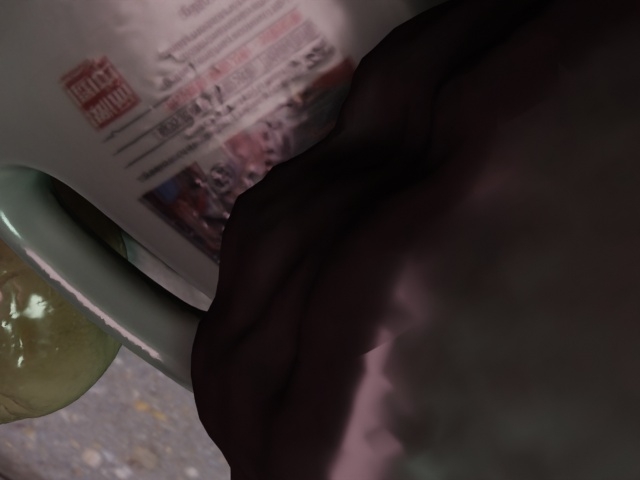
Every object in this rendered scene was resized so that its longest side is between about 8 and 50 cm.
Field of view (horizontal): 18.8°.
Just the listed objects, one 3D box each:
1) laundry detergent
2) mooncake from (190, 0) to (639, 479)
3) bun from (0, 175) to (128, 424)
[{"bbox_3d":[0.000,0.000,0.925,0.264,0.124,0.398,-32,106,24],"label":"laundry detergent"},{"bbox_3d":[0.132,0.069,0.773,0.351,0.212,0.381,-12,102,-18],"label":"mooncake"},{"bbox_3d":[-0.195,0.027,1.026,0.173,0.113,0.166,-1,118,20],"label":"bun"}]
